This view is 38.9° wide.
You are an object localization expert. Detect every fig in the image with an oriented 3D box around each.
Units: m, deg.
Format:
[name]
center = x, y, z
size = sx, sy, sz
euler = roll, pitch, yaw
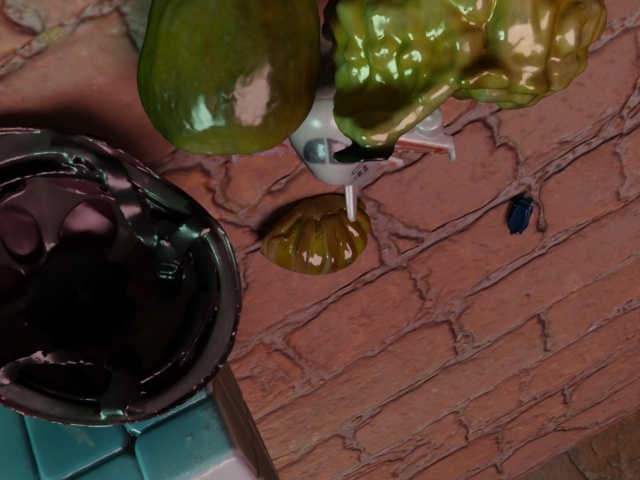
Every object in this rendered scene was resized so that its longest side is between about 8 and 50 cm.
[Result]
[fig]
center = -0.080, -0.193, 0.832
size = 0.167, 0.167, 0.233
euler = 1, 99, -37

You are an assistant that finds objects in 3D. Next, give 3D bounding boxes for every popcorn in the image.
[popcorn]
center = 0.129, -0.230, 0.841
size = 0.293, 0.293, 0.236
euler = -19, 104, -16

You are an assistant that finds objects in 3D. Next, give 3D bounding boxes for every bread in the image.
[bread]
center = 0.000, 0.000, 1.174
size = 0.157, 0.094, 0.083
euler = -5, 144, -19

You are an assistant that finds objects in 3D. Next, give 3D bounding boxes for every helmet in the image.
[helmet]
center = -0.250, 0.042, 0.919
size = 0.339, 0.270, 0.197
euler = 23, 168, -9

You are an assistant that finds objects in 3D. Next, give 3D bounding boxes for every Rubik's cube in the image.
[Rubik's cube]
center = -0.247, 0.264, 1.128
size = 0.316, 0.321, 0.318
euler = -26, 145, -3

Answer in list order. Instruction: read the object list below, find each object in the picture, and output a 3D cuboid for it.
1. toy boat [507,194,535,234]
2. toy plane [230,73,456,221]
[toy boat]
center = 0.310, -0.038, 1.402
size = 0.038, 0.038, 0.083
euler = -16, 143, -20
[toy plane]
center = 0.023, -0.106, 0.997
size = 0.252, 0.118, 0.252
euler = 2, 166, 1
